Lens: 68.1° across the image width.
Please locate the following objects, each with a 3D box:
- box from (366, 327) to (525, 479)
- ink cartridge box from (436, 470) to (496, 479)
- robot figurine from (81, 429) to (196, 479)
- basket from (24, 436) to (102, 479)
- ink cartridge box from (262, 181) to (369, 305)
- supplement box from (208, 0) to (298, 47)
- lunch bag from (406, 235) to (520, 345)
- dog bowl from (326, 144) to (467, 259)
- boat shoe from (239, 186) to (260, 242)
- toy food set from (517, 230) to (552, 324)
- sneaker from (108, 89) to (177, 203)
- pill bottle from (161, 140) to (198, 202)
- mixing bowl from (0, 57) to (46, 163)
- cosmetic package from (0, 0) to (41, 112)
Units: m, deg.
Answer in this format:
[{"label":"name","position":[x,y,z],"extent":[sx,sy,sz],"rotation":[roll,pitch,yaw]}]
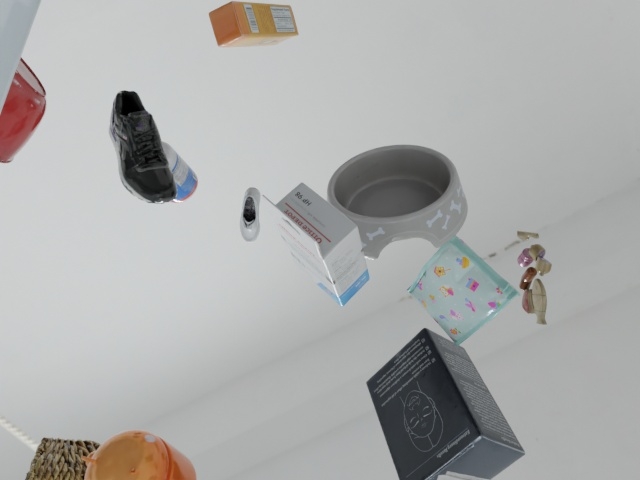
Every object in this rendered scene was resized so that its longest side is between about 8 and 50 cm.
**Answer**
[{"label":"box","position":[0.352,0.522,1.426],"extent":[0.293,0.212,0.396],"rotation":[-49,-149,20]},{"label":"ink cartridge box","position":[0.164,0.455,0.438],"extent":[0.395,0.166,0.285],"rotation":[-56,-177,-25]},{"label":"robot figurine","position":[-0.271,0.372,0.731],"extent":[0.128,0.219,0.158],"rotation":[-33,-128,-13]},{"label":"basket","position":[-0.593,0.643,1.141],"extent":[0.213,0.222,0.299],"rotation":[-161,-97,-69]},{"label":"ink cartridge box","position":[0.000,0.000,0.607],"extent":[0.060,0.180,0.104],"rotation":[-42,-119,-13]},{"label":"supplement box","position":[-0.147,-0.497,1.095],"extent":[0.078,0.080,0.233],"rotation":[-7,-165,33]},{"label":"lunch bag","position":[0.380,0.120,1.257],"extent":[0.160,0.262,0.223],"rotation":[-33,-110,-28]},{"label":"dog bowl","position":[0.173,-0.109,1.141],"extent":[0.348,0.102,0.349],"rotation":[-9,-140,8]},{"label":"boat shoe","position":[-0.211,-0.066,1.421],"extent":[0.066,0.184,0.063],"rotation":[16,-150,-1]},{"label":"toy food set","position":[0.294,0.049,0.652],"extent":[0.019,0.122,0.078],"rotation":[-4,-175,-3]},{"label":"sneaker","position":[-0.394,-0.209,1.030],"extent":[0.107,0.283,0.124],"rotation":[-18,152,-34]},{"label":"pill bottle","position":[-0.456,-0.208,1.365],"extent":[0.124,0.221,0.124],"rotation":[-6,-114,13]},{"label":"mixing bowl","position":[-0.439,-0.205,0.629],"extent":[0.098,0.181,0.181],"rotation":[-35,-153,-5]},{"label":"cosmetic package","position":[-0.327,-0.271,0.281],"extent":[0.284,0.377,0.097],"rotation":[-56,173,15]}]
